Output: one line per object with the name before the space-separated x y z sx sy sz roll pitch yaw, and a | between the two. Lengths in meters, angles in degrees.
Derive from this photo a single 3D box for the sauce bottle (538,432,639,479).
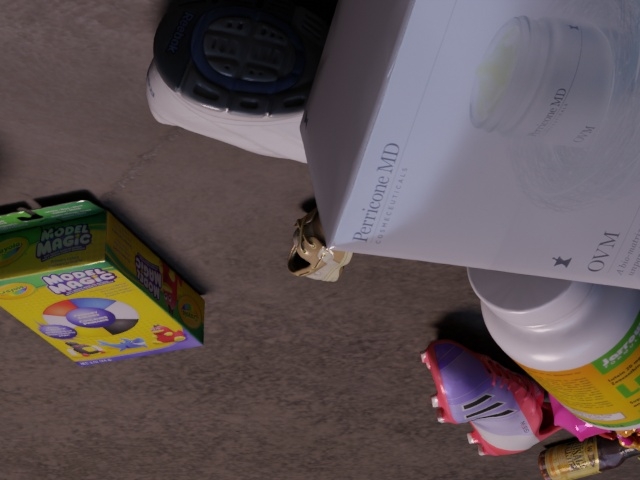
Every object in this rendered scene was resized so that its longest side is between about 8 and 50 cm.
sauce bottle | 0.296 0.229 1.992 0.128 0.042 0.042 -23 146 34

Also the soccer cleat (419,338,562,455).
soccer cleat | 0.166 0.146 1.787 0.095 0.083 0.248 -18 152 13

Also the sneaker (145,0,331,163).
sneaker | 0.019 -0.098 1.283 0.297 0.111 0.129 15 163 -16

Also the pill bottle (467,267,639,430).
pill bottle | 0.214 0.057 1.532 0.136 0.136 0.246 -13 151 24

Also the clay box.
clay box | -0.202 0.039 1.586 0.127 0.053 0.222 -11 153 19

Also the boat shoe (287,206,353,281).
boat shoe | 0.000 0.000 1.512 0.045 0.050 0.135 -1 154 -10

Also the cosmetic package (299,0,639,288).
cosmetic package | 0.127 -0.105 1.116 0.225 0.138 0.224 8 127 -14

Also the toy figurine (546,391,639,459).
toy figurine | 0.295 0.165 1.822 0.159 0.130 0.173 22 173 -13
